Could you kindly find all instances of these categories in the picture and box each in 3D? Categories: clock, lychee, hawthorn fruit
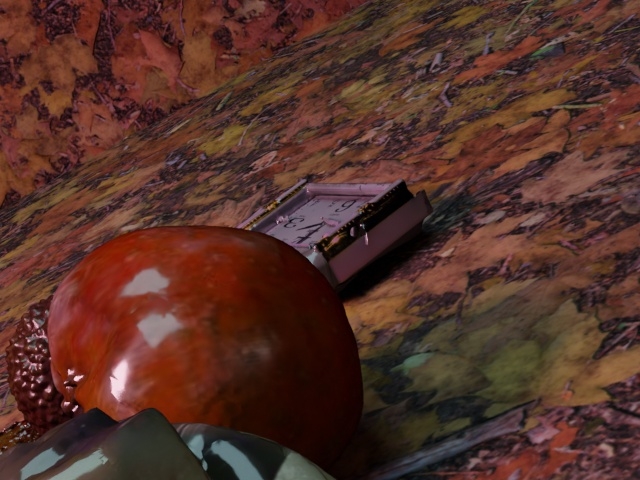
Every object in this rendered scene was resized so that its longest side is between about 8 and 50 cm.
[{"bbox_3d":[0.000,0.000,1.519,0.186,0.083,0.253,-37,21,-25],"label":"clock"},{"bbox_3d":[-0.246,0.134,1.348,0.188,0.188,0.188,-24,19,9],"label":"lychee"},{"bbox_3d":[-0.103,0.115,1.077,0.284,0.284,0.284,-24,19,9],"label":"hawthorn fruit"}]

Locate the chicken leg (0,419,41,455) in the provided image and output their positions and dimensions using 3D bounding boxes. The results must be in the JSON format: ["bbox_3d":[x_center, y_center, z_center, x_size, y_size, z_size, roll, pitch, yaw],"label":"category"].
[{"bbox_3d":[-0.346,0.256,1.346,0.105,0.063,0.234,-15,21,19],"label":"chicken leg"}]

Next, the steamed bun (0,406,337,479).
[{"bbox_3d":[-0.126,0.224,0.780,0.347,0.237,0.394,-15,6,-17],"label":"steamed bun"}]
